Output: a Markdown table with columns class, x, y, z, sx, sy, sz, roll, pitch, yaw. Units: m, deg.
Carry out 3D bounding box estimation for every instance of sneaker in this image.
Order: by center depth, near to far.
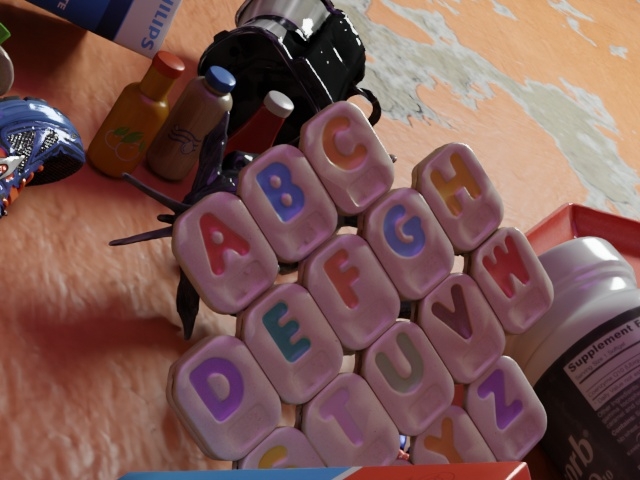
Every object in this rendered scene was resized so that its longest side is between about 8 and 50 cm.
| class | x | y | z | sx | sy | sz | roll | pitch | yaw |
| --- | --- | --- | --- | --- | --- | --- | --- | --- | --- |
| sneaker | -0.231 | -0.032 | 0.876 | 0.221 | 0.083 | 0.087 | -21 | 77 | -55 |

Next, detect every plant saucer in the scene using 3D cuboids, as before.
| class | x | y | z | sx | sy | sz | roll | pitch | yaw |
| --- | --- | --- | --- | --- | --- | --- | --- | --- | --- |
| plant saucer | 0.317 | 0.044 | 1.300 | 0.258 | 0.047 | 0.259 | 18 | 22 | 22 |

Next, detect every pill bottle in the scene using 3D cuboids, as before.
| class | x | y | z | sx | sy | sz | roll | pitch | yaw |
| --- | --- | --- | --- | --- | --- | --- | --- | --- | --- |
| pill bottle | 0.254 | 0.138 | 1.050 | 0.162 | 0.162 | 0.278 | 6 | 39 | -44 |

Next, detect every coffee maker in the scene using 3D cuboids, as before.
| class | x | y | z | sx | sy | sz | roll | pitch | yaw |
| --- | --- | --- | --- | --- | --- | --- | --- | --- | --- |
| coffee maker | -0.017 | -0.142 | 1.218 | 0.171 | 0.120 | 0.178 | 34 | 29 | -6 |

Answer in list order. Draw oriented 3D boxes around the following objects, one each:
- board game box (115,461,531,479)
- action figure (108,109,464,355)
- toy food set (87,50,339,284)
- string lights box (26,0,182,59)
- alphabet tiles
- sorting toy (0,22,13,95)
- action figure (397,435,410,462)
| class | x | y | z | sx | sy | sz | roll | pitch | yaw |
| --- | --- | --- | --- | --- | --- | --- | --- | --- | --- |
| board game box | -0.073 | 0.178 | 0.561 | 0.316 | 0.242 | 0.064 | -24 | 105 | -59 |
| action figure | 0.000 | 0.000 | 0.956 | 0.276 | 0.164 | 0.141 | 10 | -8 | -34 |
| toy food set | -0.051 | -0.055 | 1.062 | 0.232 | 0.104 | 0.111 | 34 | 28 | -4 |
| string lights box | -0.247 | -0.238 | 1.075 | 0.260 | 0.076 | 0.133 | 22 | 6 | -38 |
| alphabet tiles | 0.036 | 0.062 | 0.877 | 0.284 | 0.021 | 0.278 | -39 | 104 | -30 |
| sorting toy | -0.293 | -0.170 | 0.900 | 0.196 | 0.047 | 0.348 | 51 | -13 | -21 |
| action figure | 0.057 | 0.152 | 0.951 | 0.038 | 0.030 | 0.115 | 32 | 33 | 4 |
